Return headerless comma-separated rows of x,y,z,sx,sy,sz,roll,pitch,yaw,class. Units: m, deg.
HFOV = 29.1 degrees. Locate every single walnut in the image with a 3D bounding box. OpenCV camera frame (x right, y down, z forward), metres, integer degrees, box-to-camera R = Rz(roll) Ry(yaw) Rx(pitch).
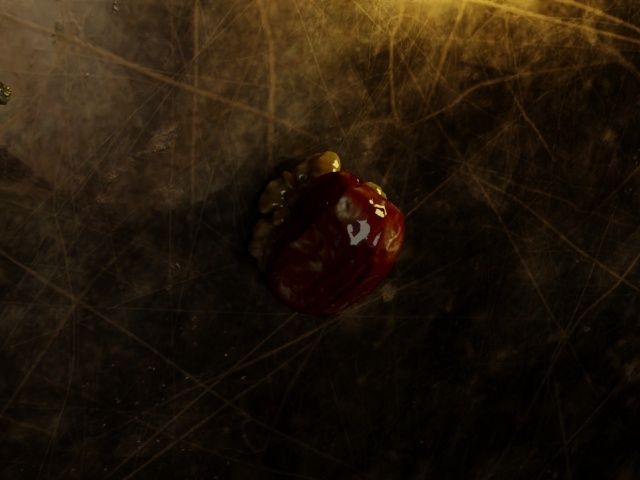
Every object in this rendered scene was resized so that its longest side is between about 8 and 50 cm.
0.000,0.000,2.047,0.244,0.222,0.269,32,103,-9,walnut

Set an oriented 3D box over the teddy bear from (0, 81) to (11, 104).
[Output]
-0.505,-0.166,1.694,0.119,0.078,0.160,-7,136,-56,teddy bear
